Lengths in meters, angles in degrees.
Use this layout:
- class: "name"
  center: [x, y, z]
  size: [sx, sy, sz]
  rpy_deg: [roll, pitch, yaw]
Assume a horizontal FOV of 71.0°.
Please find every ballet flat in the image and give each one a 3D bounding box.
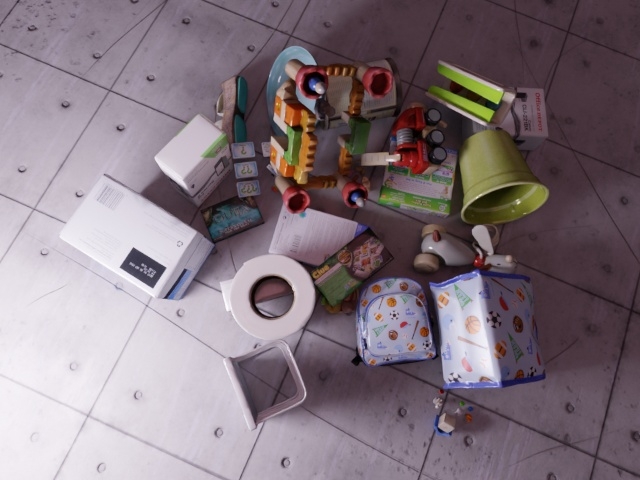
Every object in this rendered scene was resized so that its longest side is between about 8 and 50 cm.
- class: "ballet flat"
  center: [-0.319, -0.436, 1.596]
  size: [0.106, 0.107, 0.316]
  rpy_deg: [-6, 70, 16]

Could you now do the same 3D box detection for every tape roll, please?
- class: "tape roll"
  center: [-0.141, 0.169, 1.341]
  size: [0.246, 0.169, 0.246]
  rpy_deg: [1, 81, -4]

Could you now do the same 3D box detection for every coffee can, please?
- class: "coffee can"
  center: [0.123, -0.512, 1.575]
  size: [0.275, 0.201, 0.201]
  rpy_deg: [-13, 77, -6]

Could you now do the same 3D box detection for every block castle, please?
- class: "block castle"
  center: [0.030, -0.306, 1.366]
  size: [0.303, 0.453, 0.213]
  rpy_deg: [-8, 38, -24]

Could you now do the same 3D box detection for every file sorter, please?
- class: "file sorter"
  center: [-0.153, 0.400, 1.290]
  size: [0.173, 0.278, 0.193]
  rpy_deg: [-21, 78, -13]

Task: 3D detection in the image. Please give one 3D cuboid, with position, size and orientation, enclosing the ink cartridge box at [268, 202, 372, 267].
- class: "ink cartridge box"
  center: [0.000, 0.000, 1.509]
  size: [0.311, 0.065, 0.186]
  rpy_deg: [15, 75, 3]

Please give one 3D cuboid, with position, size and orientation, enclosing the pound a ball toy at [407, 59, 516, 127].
- class: "pound a ball toy"
  center: [0.482, -0.480, 1.556]
  size: [0.135, 0.208, 0.319]
  rpy_deg: [-10, 41, -41]

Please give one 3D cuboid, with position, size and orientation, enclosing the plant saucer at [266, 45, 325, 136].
- class: "plant saucer"
  center: [-0.082, -0.489, 1.530]
  size: [0.043, 0.317, 0.318]
  rpy_deg: [-11, 74, -39]

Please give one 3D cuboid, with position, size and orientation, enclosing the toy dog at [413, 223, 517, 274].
- class: "toy dog"
  center: [0.467, 0.025, 1.451]
  size: [0.333, 0.161, 0.220]
  rpy_deg: [-7, 63, 0]

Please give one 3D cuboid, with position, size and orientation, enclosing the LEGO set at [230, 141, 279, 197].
- class: "LEGO set"
  center: [-0.170, -0.251, 1.533]
  size: [0.244, 0.060, 0.182]
  rpy_deg: [-9, 94, -23]

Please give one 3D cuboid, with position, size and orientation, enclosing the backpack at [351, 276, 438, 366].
- class: "backpack"
  center: [0.223, 0.246, 1.387]
  size: [0.276, 0.213, 0.263]
  rpy_deg: [-6, 70, -4]

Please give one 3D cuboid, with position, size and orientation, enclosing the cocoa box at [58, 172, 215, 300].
- class: "cocoa box"
  center: [-0.546, 0.002, 1.386]
  size: [0.347, 0.228, 0.231]
  rpy_deg: [31, 81, 5]

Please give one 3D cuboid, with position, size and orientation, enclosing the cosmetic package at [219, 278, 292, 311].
- class: "cosmetic package"
  center: [-0.195, 0.152, 1.458]
  size: [0.239, 0.060, 0.099]
  rpy_deg: [-15, 81, -7]

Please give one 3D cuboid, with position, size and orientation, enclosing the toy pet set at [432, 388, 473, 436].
- class: "toy pet set"
  center: [0.400, 0.550, 1.402]
  size: [0.122, 0.065, 0.114]
  rpy_deg: [31, 41, 2]

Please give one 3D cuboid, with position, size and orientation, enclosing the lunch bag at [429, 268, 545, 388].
- class: "lunch bag"
  center: [0.534, 0.272, 1.369]
  size: [0.385, 0.239, 0.328]
  rpy_deg: [5, 74, -36]

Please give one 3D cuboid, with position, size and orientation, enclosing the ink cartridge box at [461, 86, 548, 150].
- class: "ink cartridge box"
  center: [0.665, -0.445, 1.633]
  size: [0.272, 0.114, 0.197]
  rpy_deg: [3, 75, -3]

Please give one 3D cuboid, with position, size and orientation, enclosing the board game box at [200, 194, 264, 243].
- class: "board game box"
  center: [-0.300, -0.082, 1.531]
  size: [0.186, 0.026, 0.126]
  rpy_deg: [-23, 78, -9]

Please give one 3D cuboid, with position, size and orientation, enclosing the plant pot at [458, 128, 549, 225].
- class: "plant pot"
  center: [0.584, -0.222, 1.516]
  size: [0.276, 0.276, 0.254]
  rpy_deg: [-6, 64, -5]

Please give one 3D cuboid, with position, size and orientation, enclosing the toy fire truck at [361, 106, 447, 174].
- class: "toy fire truck"
  center: [0.274, -0.330, 1.527]
  size: [0.246, 0.158, 0.217]
  rpy_deg: [0, 76, -14]

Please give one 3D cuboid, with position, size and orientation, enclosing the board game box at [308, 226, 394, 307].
- class: "board game box"
  center: [0.098, 0.085, 1.450]
  size: [0.259, 0.030, 0.136]
  rpy_deg: [-37, 86, -11]

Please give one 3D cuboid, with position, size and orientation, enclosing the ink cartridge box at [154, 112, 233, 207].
- class: "ink cartridge box"
  center: [-0.392, -0.248, 1.443]
  size: [0.115, 0.273, 0.198]
  rpy_deg: [38, 77, 4]

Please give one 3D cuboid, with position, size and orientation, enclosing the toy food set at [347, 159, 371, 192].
- class: "toy food set"
  center: [0.131, -0.222, 1.597]
  size: [0.078, 0.019, 0.122]
  rpy_deg: [-12, 84, -6]

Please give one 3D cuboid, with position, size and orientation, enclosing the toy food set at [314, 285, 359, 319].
- class: "toy food set"
  center: [0.067, 0.181, 1.477]
  size: [0.192, 0.038, 0.132]
  rpy_deg: [20, 75, 2]

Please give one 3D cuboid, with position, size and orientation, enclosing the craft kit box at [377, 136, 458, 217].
- class: "craft kit box"
  center: [0.347, -0.225, 1.591]
  size: [0.250, 0.061, 0.247]
  rpy_deg: [13, 73, 0]
